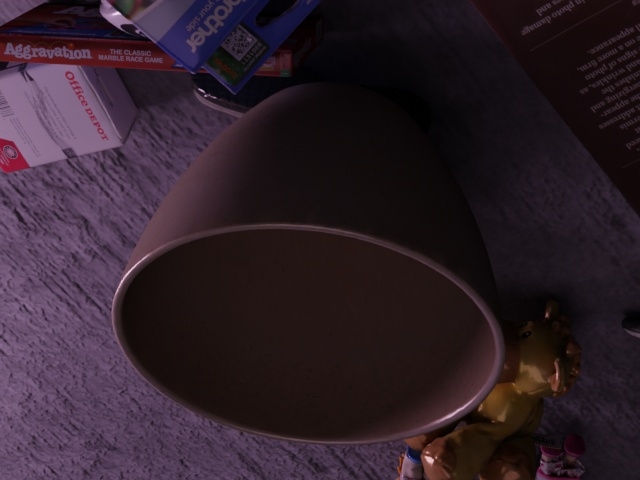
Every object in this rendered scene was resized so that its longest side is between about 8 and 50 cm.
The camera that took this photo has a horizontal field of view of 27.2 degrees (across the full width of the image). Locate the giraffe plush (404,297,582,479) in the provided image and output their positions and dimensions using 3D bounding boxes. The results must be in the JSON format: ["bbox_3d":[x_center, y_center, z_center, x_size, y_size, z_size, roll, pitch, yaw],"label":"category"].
[{"bbox_3d":[0.201,0.155,1.401,0.210,0.181,0.170,-1,130,-30],"label":"giraffe plush"}]

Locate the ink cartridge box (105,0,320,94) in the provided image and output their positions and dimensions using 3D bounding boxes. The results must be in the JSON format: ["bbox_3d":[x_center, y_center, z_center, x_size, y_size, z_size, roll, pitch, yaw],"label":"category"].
[{"bbox_3d":[-0.117,-0.265,1.011,0.311,0.065,0.186,39,100,-25],"label":"ink cartridge box"}]

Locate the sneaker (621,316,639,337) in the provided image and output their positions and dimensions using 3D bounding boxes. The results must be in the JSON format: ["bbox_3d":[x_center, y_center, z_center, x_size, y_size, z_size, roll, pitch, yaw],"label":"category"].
[{"bbox_3d":[0.361,0.082,1.402,0.083,0.031,0.035,0,116,9],"label":"sneaker"}]

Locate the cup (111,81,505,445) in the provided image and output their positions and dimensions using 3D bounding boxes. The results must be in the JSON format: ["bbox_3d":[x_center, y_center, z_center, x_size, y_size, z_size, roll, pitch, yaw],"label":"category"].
[{"bbox_3d":[0.000,0.000,1.183,0.331,0.237,0.331,4,142,4],"label":"cup"}]

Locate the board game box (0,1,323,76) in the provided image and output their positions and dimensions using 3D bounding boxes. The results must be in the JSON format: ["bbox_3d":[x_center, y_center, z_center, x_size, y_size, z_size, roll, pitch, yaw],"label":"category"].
[{"bbox_3d":[-0.148,-0.187,1.219,0.281,0.145,0.027,4,111,10],"label":"board game box"}]

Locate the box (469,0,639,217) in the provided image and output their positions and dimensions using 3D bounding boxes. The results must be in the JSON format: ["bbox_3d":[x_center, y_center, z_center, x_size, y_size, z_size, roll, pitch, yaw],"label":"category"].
[{"bbox_3d":[0.274,-0.192,1.115,0.191,0.143,0.381,-27,117,31],"label":"box"}]

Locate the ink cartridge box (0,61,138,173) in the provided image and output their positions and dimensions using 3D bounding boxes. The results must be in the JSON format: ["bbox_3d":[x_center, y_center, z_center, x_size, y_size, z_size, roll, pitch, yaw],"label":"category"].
[{"bbox_3d":[-0.276,-0.141,1.344,0.151,0.063,0.109,-11,126,22],"label":"ink cartridge box"}]

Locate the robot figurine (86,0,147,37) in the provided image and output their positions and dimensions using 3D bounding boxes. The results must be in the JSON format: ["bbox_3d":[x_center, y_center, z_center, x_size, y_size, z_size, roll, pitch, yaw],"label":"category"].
[{"bbox_3d":[-0.173,-0.297,1.108,0.278,0.173,0.209,48,169,-25],"label":"robot figurine"}]

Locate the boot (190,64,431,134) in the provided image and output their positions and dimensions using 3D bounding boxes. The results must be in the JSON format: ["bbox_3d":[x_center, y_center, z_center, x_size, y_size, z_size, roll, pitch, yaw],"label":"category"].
[{"bbox_3d":[-0.016,-0.088,1.318,0.247,0.083,0.161,15,137,3],"label":"boot"}]

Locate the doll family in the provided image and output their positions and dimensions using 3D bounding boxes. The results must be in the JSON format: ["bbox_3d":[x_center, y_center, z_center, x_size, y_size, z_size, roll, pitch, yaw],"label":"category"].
[{"bbox_3d":[0.185,0.275,1.572,0.263,0.118,0.163,1,126,-10],"label":"doll family"}]
